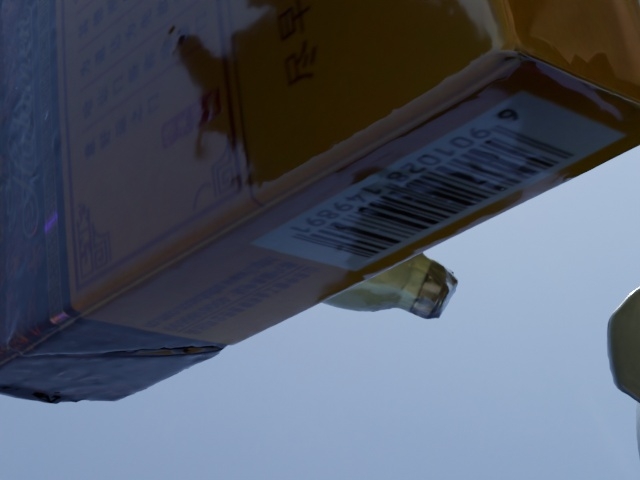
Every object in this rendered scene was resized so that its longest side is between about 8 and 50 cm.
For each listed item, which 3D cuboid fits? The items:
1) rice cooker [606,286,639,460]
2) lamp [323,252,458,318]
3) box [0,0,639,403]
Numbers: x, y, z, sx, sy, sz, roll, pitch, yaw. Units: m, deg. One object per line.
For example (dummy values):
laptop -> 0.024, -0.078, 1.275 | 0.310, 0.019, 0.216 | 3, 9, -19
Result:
rice cooker -> 0.299, 0.063, 0.680 | 0.316, 0.317, 0.264 | 17, -124, -17
lamp -> 0.000, 0.000, 1.145 | 0.250, 0.101, 0.101 | 24, -139, 3
box -> -0.045, -0.098, 0.683 | 0.115, 0.415, 0.264 | 13, -121, -41
